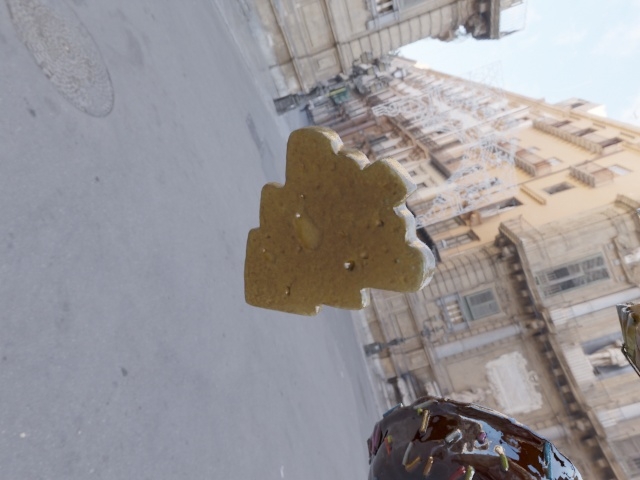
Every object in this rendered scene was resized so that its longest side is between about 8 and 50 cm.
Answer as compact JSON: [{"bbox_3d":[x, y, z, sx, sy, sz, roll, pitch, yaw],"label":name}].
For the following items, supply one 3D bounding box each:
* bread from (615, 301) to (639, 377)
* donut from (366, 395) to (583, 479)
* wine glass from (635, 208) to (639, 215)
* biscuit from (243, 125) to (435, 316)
[{"bbox_3d":[0.503,0.165,0.536,0.241,0.136,0.107,-74,156,-63],"label":"bread"},{"bbox_3d":[0.155,0.279,0.454,0.089,0.234,0.235,-52,127,-53],"label":"donut"},{"bbox_3d":[0.362,0.067,0.342,0.262,0.074,0.074,57,6,0],"label":"wine glass"},{"bbox_3d":[0.000,0.000,0.466,0.212,0.238,0.041,51,25,3],"label":"biscuit"}]
